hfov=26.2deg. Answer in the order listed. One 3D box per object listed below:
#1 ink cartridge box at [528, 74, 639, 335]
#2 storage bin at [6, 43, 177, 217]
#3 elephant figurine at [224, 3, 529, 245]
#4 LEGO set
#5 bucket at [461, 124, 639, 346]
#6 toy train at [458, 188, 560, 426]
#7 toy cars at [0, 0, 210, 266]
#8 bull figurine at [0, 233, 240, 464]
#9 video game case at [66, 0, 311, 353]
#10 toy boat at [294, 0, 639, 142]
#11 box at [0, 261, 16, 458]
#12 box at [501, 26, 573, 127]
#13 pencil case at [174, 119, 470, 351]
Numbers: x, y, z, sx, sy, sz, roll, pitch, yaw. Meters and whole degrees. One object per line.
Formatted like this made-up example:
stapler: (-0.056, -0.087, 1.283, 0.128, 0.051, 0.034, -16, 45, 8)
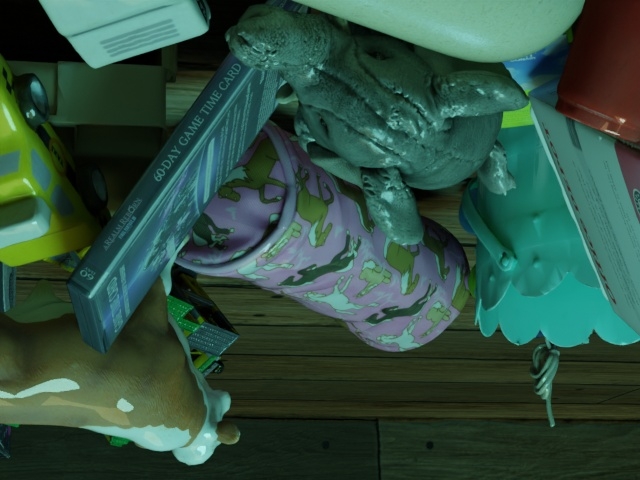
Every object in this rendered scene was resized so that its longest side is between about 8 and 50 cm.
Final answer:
ink cartridge box: (0.260, -0.017, 0.945, 0.117, 0.207, 0.283, -25, -165, 1)
storage bin: (-0.252, -0.093, 1.065, 0.262, 0.123, 0.260, 2, 164, -11)
elephant figurine: (0.045, -0.083, 0.897, 0.186, 0.169, 0.239, -1, -163, 3)
LEGO set: (-0.249, 0.072, 1.478, 0.255, 0.192, 0.331, -46, 156, 13)
bucket: (0.270, -0.012, 1.298, 0.281, 0.183, 0.281, -1, 164, 0)
toy train: (0.210, 0.062, 1.450, 0.105, 0.248, 0.143, -14, 156, 39)
toy cars: (-0.169, -0.097, 0.850, 0.176, 0.087, 0.394, 11, 137, -22)
bull figurine: (-0.191, 0.084, 1.126, 0.310, 0.188, 0.101, 10, 161, -37)
video game case: (-0.093, -0.052, 1.008, 0.026, 0.274, 0.196, 33, 164, 3)
toy boat: (0.083, -0.165, 0.706, 0.267, 0.148, 0.318, 12, -166, -40)
box: (-0.434, 0.126, 1.606, 0.142, 0.247, 0.163, 0, 165, -3)
box: (0.148, -0.137, 1.088, 0.109, 0.042, 0.178, -6, 163, 12)
pencil case: (0.000, 0.000, 1.345, 0.167, 0.160, 0.386, -27, 154, 21)
